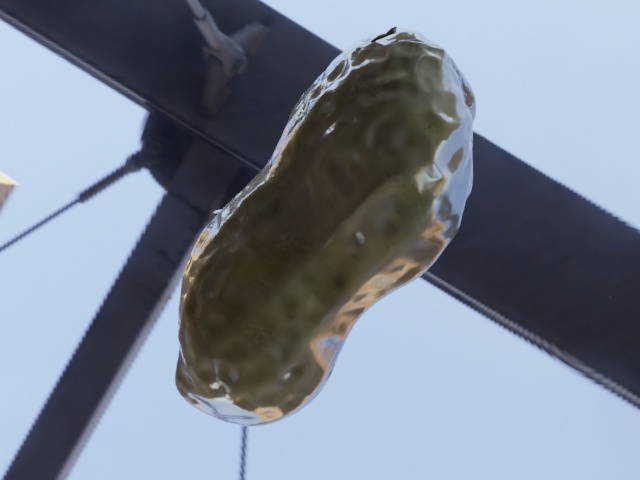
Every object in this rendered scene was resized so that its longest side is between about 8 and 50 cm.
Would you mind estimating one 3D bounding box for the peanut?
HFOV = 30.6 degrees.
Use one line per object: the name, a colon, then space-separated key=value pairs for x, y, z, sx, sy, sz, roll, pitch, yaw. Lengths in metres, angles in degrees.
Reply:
peanut: x=0.000 y=0.000 z=0.818 sx=0.149 sy=0.149 sz=0.313 roll=40 pitch=-77 yaw=12
